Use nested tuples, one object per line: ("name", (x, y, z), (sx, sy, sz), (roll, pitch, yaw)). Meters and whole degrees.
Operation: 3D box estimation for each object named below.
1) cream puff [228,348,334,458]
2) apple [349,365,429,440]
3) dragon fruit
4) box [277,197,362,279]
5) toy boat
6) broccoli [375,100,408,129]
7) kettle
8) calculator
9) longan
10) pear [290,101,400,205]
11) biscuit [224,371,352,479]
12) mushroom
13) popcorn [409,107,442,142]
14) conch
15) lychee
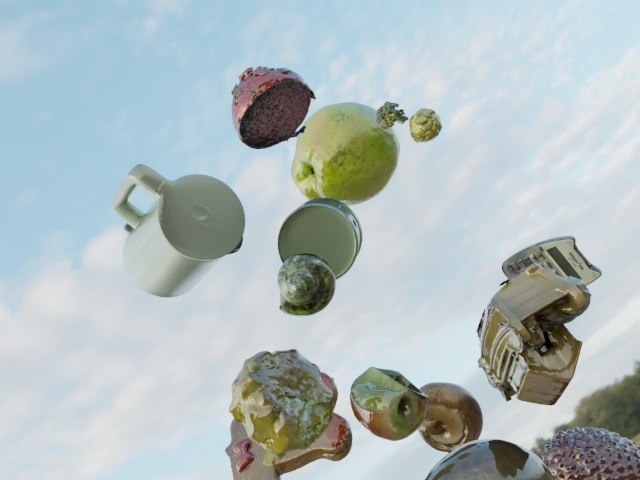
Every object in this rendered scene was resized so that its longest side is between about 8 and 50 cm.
("cream puff", (-0.104, 0.404, 1.858), (0.282, 0.281, 0.185), (-7, -35, -48))
("apple", (0.183, 0.441, 2.043), (0.207, 0.173, 0.188), (-10, 9, -35))
("dragon fruit", (-0.143, -0.348, 1.862), (0.224, 0.148, 0.218), (-22, -33, -34))
("box", (0.000, 0.000, 2.125), (0.226, 0.226, 0.149), (-44, 2, 13))
("toy boat", (0.329, 0.170, 1.170), (0.136, 0.162, 0.445), (-32, -22, -6))
("broccoli", (0.195, -0.337, 2.077), (0.095, 0.092, 0.097), (-78, 14, -61))
("kettle", (-0.328, -0.030, 1.716), (0.205, 0.265, 0.318), (-23, -6, -30))
("calculator", (0.622, 0.082, 2.074), (0.268, 0.177, 0.040), (-30, 15, 44))
("longan", (0.239, 0.382, 1.081), (0.212, 0.198, 0.198), (-37, -22, 26))
("pear", (0.075, -0.283, 2.582), (0.391, 0.391, 0.391), (-30, -26, -16))
("biscuit", (-0.105, 0.593, 2.274), (0.394, 0.368, 0.076), (-28, -53, 4))
("mushroom", (0.406, 0.568, 2.452), (0.253, 0.253, 0.153), (-56, -6, 34))
("popcorn", (0.331, -0.366, 2.428), (0.116, 0.120, 0.106), (17, -37, -22))
("conch", (-0.042, 0.127, 1.974), (0.181, 0.124, 0.187), (18, -76, -50))
("lychee", (0.610, 0.548, 1.650), (0.276, 0.304, 0.276), (-43, 4, 3))
